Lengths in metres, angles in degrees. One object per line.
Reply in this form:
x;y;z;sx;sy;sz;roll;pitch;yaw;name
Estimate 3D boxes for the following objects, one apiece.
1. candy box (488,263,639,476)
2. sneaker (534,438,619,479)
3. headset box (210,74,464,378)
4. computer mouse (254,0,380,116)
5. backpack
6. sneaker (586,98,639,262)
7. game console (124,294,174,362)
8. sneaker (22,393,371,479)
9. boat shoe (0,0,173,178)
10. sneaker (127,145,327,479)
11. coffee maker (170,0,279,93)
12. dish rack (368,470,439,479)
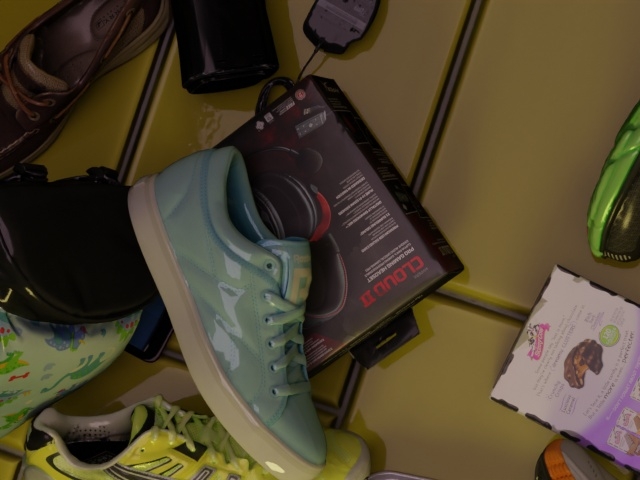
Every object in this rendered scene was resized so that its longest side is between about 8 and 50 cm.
0.304;0.141;1.818;0.196;0.070;0.165;27;91;10;candy box
0.334;0.300;1.782;0.121;0.099;0.262;-41;99;-26;sneaker
0.000;0.000;1.843;0.218;0.110;0.293;-35;83;14;headset box
-0.004;-0.209;1.914;0.071;0.041;0.242;33;98;5;computer mouse
-0.363;0.086;1.806;0.355;0.290;0.273;-15;84;29;backpack
0.475;-0.136;1.752;0.483;0.185;0.202;-41;77;6;sneaker
-0.223;0.048;1.903;0.144;0.124;0.085;26;53;10;game console
-0.137;0.246;1.817;0.384;0.145;0.147;-6;128;2;sneaker
-0.320;-0.194;1.916;0.342;0.123;0.123;-38;81;5;boat shoe
-0.064;0.070;1.735;0.150;0.135;0.366;-30;85;22;sneaker
-0.118;-0.260;1.863;0.120;0.171;0.178;-12;85;6;coffee maker
0.135;0.434;1.828;0.285;0.072;0.333;11;87;11;dish rack
